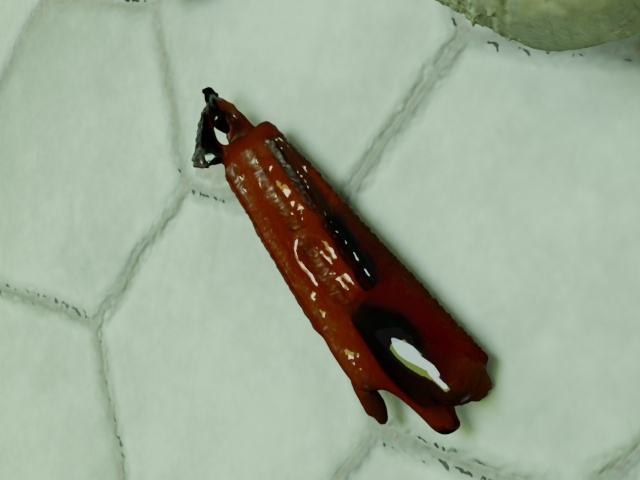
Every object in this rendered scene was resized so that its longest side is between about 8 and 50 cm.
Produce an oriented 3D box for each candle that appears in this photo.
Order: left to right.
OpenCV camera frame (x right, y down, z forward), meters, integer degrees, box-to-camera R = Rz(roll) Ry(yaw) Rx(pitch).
[{"bbox_3d":[0.000,0.000,0.722,0.084,0.059,0.302,-43,63,15],"label":"candle"}]

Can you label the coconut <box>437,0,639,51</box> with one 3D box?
[{"bbox_3d":[0.121,-0.209,0.543,0.227,0.230,0.227,9,115,20],"label":"coconut"}]
